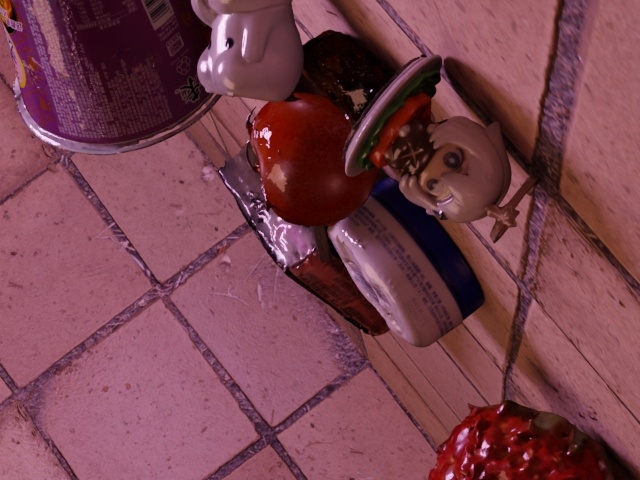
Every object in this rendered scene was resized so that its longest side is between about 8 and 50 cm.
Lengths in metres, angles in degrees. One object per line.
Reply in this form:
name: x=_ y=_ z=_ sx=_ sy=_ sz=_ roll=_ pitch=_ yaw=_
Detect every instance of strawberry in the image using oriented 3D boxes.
strawberry: x=0.218 y=0.368 z=1.639 sx=0.292 sy=0.343 sz=0.292 roll=34 pitch=172 yaw=5

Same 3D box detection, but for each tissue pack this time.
tissue pack: x=0.000 y=0.000 z=2.052 sx=0.245 sy=0.123 sz=0.332 roll=54 pitch=-173 yaw=33

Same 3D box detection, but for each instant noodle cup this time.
instant noodle cup: x=-0.303 y=-0.326 z=1.849 sx=0.340 sy=0.340 sz=0.266 roll=48 pitch=164 yaw=37

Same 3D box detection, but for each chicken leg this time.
chicken leg: x=0.031 y=-0.163 z=1.373 sx=0.105 sy=0.063 sz=0.234 roll=63 pitch=172 yaw=-31

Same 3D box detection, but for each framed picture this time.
framed picture: x=-0.039 y=-0.130 z=1.788 sx=0.211 sy=0.020 sz=0.289 roll=76 pitch=177 yaw=-75

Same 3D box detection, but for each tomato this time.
tomato: x=-0.007 y=-0.099 z=1.582 sx=0.167 sy=0.167 sz=0.167 roll=52 pitch=174 yaw=8

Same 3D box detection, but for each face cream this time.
face cream: x=0.101 y=0.032 z=1.698 sx=0.206 sy=0.111 sz=0.206 roll=53 pitch=172 yaw=10

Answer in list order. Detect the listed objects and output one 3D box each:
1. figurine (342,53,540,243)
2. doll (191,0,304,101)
figurine: x=0.113 y=-0.066 z=1.137 sx=0.154 sy=0.132 sz=0.132 roll=39 pitch=171 yaw=11
doll: x=-0.071 y=-0.223 z=1.351 sx=0.110 sy=0.107 sz=0.180 roll=23 pitch=120 yaw=60
